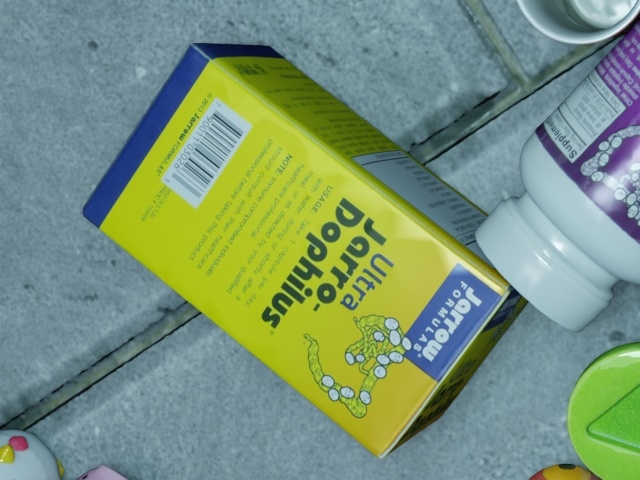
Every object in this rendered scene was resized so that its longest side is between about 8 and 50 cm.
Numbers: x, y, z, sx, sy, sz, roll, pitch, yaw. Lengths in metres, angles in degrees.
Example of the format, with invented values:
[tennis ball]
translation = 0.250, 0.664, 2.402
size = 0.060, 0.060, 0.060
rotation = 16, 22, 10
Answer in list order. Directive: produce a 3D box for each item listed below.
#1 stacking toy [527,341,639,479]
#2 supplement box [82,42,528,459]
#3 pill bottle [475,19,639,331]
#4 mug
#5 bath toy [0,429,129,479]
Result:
[stacking toy]
translation = 0.325, 0.216, 1.503
size = 0.309, 0.130, 0.279
rotation = 15, 110, 7
[supplement box]
translation = 0.000, 0.000, 1.561
size = 0.356, 0.194, 0.195
rotation = 38, 106, 12
[pill bottle]
translation = 0.273, -0.071, 1.413
size = 0.169, 0.169, 0.301
rotation = 45, 105, 10
[mug]
translation = 0.253, -0.231, 1.466
size = 0.150, 0.169, 0.113
rotation = -31, 84, 18
[bath toy]
translation = -0.212, 0.292, 1.698
size = 0.348, 0.129, 0.151
rotation = 27, 103, 16
